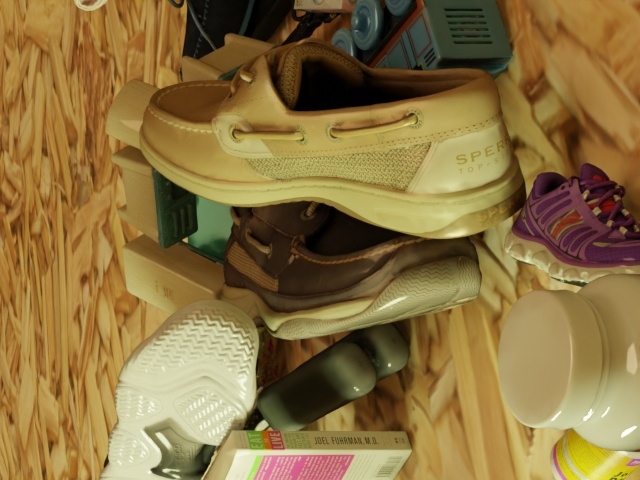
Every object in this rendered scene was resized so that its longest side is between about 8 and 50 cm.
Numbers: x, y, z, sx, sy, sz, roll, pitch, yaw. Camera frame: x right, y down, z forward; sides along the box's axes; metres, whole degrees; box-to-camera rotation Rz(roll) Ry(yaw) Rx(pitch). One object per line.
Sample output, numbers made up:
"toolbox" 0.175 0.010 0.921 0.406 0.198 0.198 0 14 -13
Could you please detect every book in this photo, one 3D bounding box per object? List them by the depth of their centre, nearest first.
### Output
"book" -0.013 0.181 1.141 0.096 0.144 0.035 118 146 -41

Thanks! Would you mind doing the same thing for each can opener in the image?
"can opener" -0.005 0.142 1.243 0.093 0.074 0.280 52 147 5

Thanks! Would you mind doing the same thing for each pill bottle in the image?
"pill bottle" 0.172 0.061 0.732 0.087 0.160 0.087 -176 90 -66
"pill bottle" 0.171 0.115 0.867 0.083 0.043 0.043 123 143 -47

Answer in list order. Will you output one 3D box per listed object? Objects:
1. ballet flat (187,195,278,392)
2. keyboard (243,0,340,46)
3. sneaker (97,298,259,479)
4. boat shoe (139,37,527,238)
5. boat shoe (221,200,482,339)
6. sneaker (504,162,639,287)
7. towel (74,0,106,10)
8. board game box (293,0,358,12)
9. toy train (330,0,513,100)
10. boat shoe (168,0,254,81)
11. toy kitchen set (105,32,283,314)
"ballet flat" -0.080 0.044 1.390 0.091 0.077 0.241 -7 79 34
"keyboard" -0.018 -0.246 1.359 0.317 0.033 0.201 136 138 -57
"sneaker" -0.100 0.106 1.184 0.153 0.101 0.268 -68 2 -46
"boat shoe" -0.004 -0.091 1.048 0.341 0.121 0.110 12 125 40
"boat shoe" 0.000 0.000 1.131 0.355 0.132 0.130 -6 95 65
"sneaker" 0.163 -0.008 0.883 0.170 0.068 0.071 28 106 64
"towel" -0.186 -0.459 1.615 0.332 0.053 0.317 -80 12 -48
"board game box" 0.012 -0.232 1.219 0.090 0.020 0.090 18 100 64
"toy train" 0.066 -0.134 1.101 0.184 0.080 0.105 -45 52 55
"boat shoe" -0.107 -0.275 1.426 0.109 0.089 0.258 -140 61 -65
"toy kitchen set" -0.083 -0.053 1.327 0.122 0.166 0.207 25 132 34
